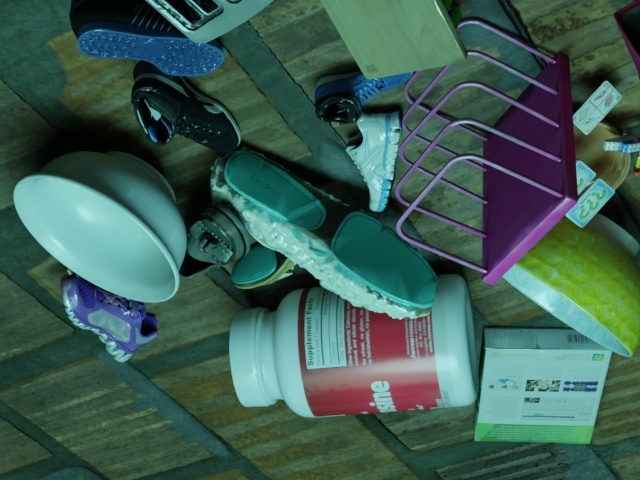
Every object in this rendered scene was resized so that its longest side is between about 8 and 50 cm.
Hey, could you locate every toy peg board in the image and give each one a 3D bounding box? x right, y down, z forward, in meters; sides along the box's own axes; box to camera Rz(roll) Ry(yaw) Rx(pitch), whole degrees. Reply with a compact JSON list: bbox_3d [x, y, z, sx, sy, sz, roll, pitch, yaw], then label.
[{"bbox_3d":[0.107,-0.315,1.711,0.161,0.079,0.161,-6,133,35],"label":"toy peg board"}]

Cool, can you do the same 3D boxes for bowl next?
[{"bbox_3d":[0.420,0.042,2.012,0.289,0.289,0.156,38,87,-33],"label":"bowl"},{"bbox_3d":[-0.321,-0.045,1.974,0.298,0.134,0.298,22,149,14],"label":"bowl"}]

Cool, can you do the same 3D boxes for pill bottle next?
[{"bbox_3d":[0.059,0.187,2.179,0.408,0.229,0.229,-6,139,11],"label":"pill bottle"}]

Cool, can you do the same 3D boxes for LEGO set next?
[{"bbox_3d":[0.431,-0.135,1.840,0.244,0.060,0.182,-48,131,9],"label":"LEGO set"}]

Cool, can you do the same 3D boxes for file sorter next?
[{"bbox_3d":[0.220,-0.132,1.750,0.182,0.290,0.202,23,136,-17],"label":"file sorter"}]

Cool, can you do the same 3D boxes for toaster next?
[{"bbox_3d":[-0.145,-0.364,1.641,0.168,0.110,0.186,-25,132,31],"label":"toaster"}]

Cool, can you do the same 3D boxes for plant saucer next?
[{"bbox_3d":[0.374,-0.127,1.934,0.200,0.037,0.200,2,138,2],"label":"plant saucer"}]

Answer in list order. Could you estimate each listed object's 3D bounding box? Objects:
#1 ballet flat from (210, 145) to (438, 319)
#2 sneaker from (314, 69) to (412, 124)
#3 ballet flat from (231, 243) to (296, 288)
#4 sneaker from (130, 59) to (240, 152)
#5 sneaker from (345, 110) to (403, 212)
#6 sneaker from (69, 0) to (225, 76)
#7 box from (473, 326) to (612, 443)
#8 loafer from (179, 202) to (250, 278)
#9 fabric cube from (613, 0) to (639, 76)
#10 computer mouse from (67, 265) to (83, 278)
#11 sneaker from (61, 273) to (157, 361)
[{"bbox_3d":[0.000,0.000,1.986,0.409,0.147,0.147,35,136,3],"label":"ballet flat"},{"bbox_3d":[0.062,-0.212,1.822,0.152,0.084,0.058,-12,137,17],"label":"sneaker"},{"bbox_3d":[-0.054,0.026,2.118,0.073,0.080,0.232,24,137,-37],"label":"ballet flat"},{"bbox_3d":[-0.206,-0.169,1.864,0.079,0.121,0.217,-24,132,30],"label":"sneaker"},{"bbox_3d":[0.079,-0.126,1.944,0.083,0.071,0.190,8,131,4],"label":"sneaker"},{"bbox_3d":[-0.241,-0.296,1.761,0.232,0.090,0.081,8,143,-38],"label":"sneaker"},{"bbox_3d":[0.415,0.280,2.394,0.232,0.058,0.322,1,138,3],"label":"box"},{"bbox_3d":[-0.178,0.014,2.016,0.096,0.084,0.267,48,163,1],"label":"loafer"},{"bbox_3d":[0.572,-0.195,1.640,0.254,0.259,0.258,-25,133,11],"label":"fabric cube"},{"bbox_3d":[-0.357,0.042,2.160,0.193,0.106,0.042,23,118,-38],"label":"computer mouse"},{"bbox_3d":[-0.372,0.125,2.251,0.105,0.095,0.236,-21,139,17],"label":"sneaker"}]
